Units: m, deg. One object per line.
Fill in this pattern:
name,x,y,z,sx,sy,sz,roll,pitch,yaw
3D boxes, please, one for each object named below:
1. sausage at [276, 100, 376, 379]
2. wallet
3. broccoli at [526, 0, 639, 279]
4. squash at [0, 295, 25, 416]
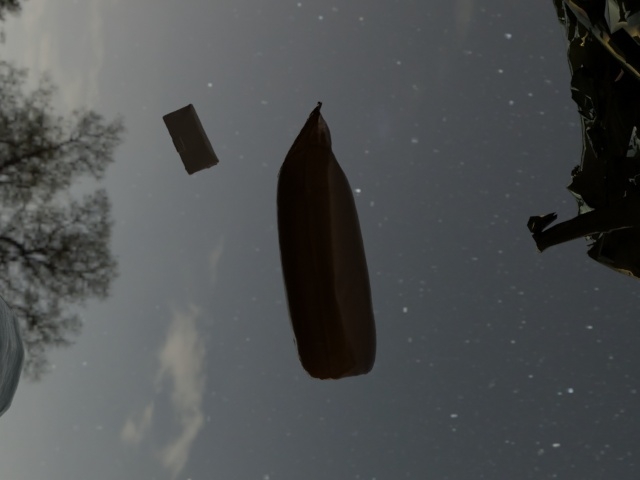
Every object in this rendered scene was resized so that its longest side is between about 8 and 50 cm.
sausage,0.001,-0.001,0.968,0.112,0.112,0.328,-9,-92,56
wallet,-0.163,-0.127,1.044,0.011,0.044,0.083,-174,-120,-81
broccoli,0.199,-0.106,0.376,0.321,0.304,0.283,-77,180,-58
squash,-0.142,0.038,0.276,0.219,0.068,0.077,135,-34,-73
